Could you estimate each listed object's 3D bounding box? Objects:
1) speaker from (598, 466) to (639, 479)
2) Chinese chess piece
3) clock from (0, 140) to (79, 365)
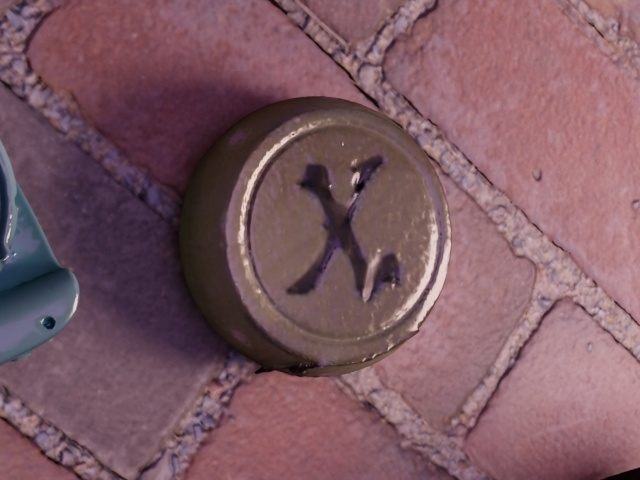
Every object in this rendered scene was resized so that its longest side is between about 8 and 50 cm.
[{"bbox_3d":[0.339,0.314,1.320,0.254,0.184,0.232,-17,96,1],"label":"speaker"},{"bbox_3d":[0.000,0.000,1.258,0.238,0.092,0.238,1,88,-28],"label":"Chinese chess piece"},{"bbox_3d":[-0.316,-0.019,1.096,0.223,0.094,0.274,-27,101,-27],"label":"clock"}]
